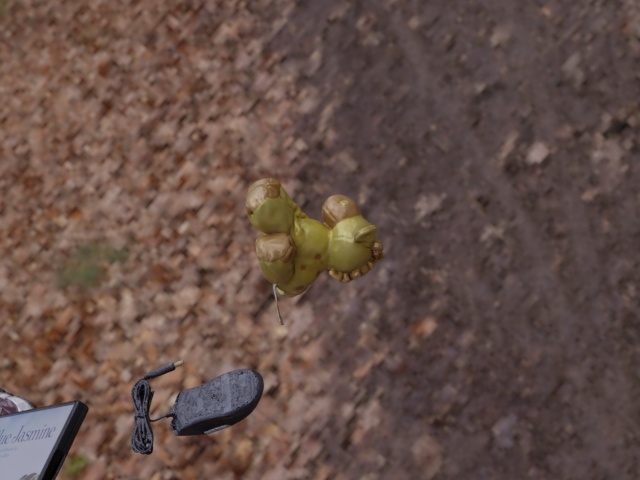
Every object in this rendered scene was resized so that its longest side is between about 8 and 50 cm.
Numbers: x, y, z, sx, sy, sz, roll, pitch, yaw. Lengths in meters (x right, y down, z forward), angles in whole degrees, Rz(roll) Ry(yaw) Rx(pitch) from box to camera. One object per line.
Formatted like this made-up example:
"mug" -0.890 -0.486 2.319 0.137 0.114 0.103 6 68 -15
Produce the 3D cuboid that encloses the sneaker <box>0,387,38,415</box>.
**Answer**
"sneaker" -0.496 0.262 1.804 0.162 0.106 0.281 -33 23 -32

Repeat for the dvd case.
"dvd case" -0.383 0.308 1.586 0.180 0.022 0.253 -16 41 43

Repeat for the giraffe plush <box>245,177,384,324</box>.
"giraffe plush" 0.000 0.000 1.906 0.170 0.210 0.181 -14 10 3

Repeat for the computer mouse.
"computer mouse" -0.218 0.281 2.389 0.262 0.060 0.184 -24 43 8
